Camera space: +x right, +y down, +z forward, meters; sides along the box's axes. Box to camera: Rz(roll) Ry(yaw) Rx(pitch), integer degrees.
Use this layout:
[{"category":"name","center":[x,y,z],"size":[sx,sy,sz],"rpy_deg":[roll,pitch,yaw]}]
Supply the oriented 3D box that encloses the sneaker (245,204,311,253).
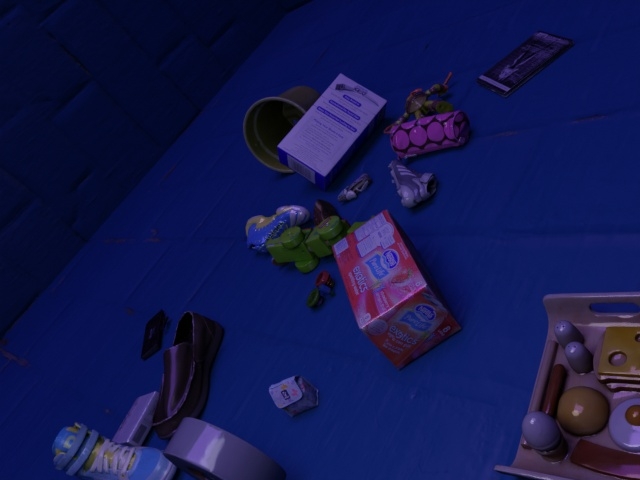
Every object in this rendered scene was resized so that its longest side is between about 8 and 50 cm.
[{"category":"sneaker","center":[-0.129,-0.022,1.766],"size":[0.240,0.091,0.126],"rpy_deg":[-15,57,38]}]

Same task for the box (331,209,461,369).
[{"category":"box","center":[0.145,0.088,1.205],"size":[0.154,0.142,0.300],"rpy_deg":[-36,30,10]}]

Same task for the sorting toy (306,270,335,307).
[{"category":"sorting toy","center":[0.007,0.124,1.438],"size":[0.061,0.042,0.102],"rpy_deg":[-16,47,63]}]

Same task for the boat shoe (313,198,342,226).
[{"category":"boat shoe","center":[0.016,-0.055,1.647],"size":[0.178,0.064,0.060],"rpy_deg":[-114,44,-61]}]

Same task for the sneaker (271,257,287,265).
[{"category":"sneaker","center":[-0.092,0.023,1.680],"size":[0.118,0.042,0.067],"rpy_deg":[-33,33,0]}]

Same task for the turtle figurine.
[{"category":"turtle figurine","center":[0.303,-0.395,1.721],"size":[0.269,0.087,0.217],"rpy_deg":[-38,29,6]}]

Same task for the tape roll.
[{"category":"tape roll","center":[-0.174,0.409,1.077],"size":[0.219,0.219,0.072],"rpy_deg":[-8,44,45]}]

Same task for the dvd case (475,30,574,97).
[{"category":"dvd case","center":[0.552,-0.484,1.613],"size":[0.221,0.018,0.164],"rpy_deg":[-37,30,6]}]

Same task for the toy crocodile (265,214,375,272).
[{"category":"toy crocodile","center":[0.000,0.000,1.530],"size":[0.340,0.115,0.105],"rpy_deg":[-13,34,38]}]

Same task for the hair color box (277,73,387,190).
[{"category":"hair color box","center":[0.039,-0.342,1.857],"size":[0.339,0.185,0.110],"rpy_deg":[-52,-14,-16]}]

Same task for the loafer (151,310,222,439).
[{"category":"loafer","center":[-0.361,0.328,1.501],"size":[0.133,0.130,0.366],"rpy_deg":[-27,32,24]}]

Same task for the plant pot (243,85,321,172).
[{"category":"plant pot","center":[-0.096,-0.420,2.095],"size":[0.276,0.276,0.254],"rpy_deg":[-21,23,33]}]

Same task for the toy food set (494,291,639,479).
[{"category":"toy food set","center":[0.382,0.200,0.821],"size":[0.219,0.092,0.306],"rpy_deg":[-8,44,45]}]

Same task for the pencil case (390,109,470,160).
[{"category":"pencil case","center":[0.292,-0.278,1.576],"size":[0.209,0.095,0.098],"rpy_deg":[-9,69,43]}]

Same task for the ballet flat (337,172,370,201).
[{"category":"ballet flat","center":[0.098,-0.145,1.684],"size":[0.114,0.041,0.041],"rpy_deg":[-42,29,2]}]

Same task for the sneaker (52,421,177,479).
[{"category":"sneaker","center":[-0.487,0.498,1.345],"size":[0.319,0.208,0.127],"rpy_deg":[-19,35,34]}]

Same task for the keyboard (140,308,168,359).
[{"category":"keyboard","center":[-0.514,0.287,1.854],"size":[0.108,0.023,0.180],"rpy_deg":[-41,29,14]}]

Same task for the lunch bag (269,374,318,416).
[{"category":"lunch bag","center":[-0.056,0.314,1.203],"size":[0.071,0.083,0.053],"rpy_deg":[-28,32,22]}]

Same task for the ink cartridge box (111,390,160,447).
[{"category":"ink cartridge box","center":[-0.481,0.479,1.557],"size":[0.179,0.045,0.145],"rpy_deg":[-34,25,53]}]

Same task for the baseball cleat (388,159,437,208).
[{"category":"baseball cleat","center":[0.239,-0.153,1.513],"size":[0.109,0.072,0.206],"rpy_deg":[-20,38,10]}]
